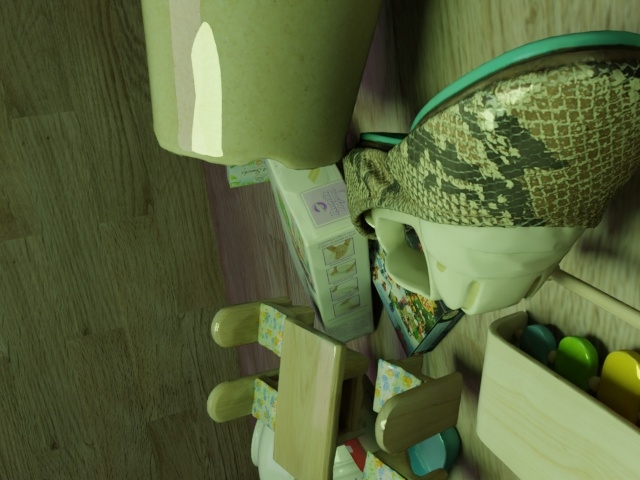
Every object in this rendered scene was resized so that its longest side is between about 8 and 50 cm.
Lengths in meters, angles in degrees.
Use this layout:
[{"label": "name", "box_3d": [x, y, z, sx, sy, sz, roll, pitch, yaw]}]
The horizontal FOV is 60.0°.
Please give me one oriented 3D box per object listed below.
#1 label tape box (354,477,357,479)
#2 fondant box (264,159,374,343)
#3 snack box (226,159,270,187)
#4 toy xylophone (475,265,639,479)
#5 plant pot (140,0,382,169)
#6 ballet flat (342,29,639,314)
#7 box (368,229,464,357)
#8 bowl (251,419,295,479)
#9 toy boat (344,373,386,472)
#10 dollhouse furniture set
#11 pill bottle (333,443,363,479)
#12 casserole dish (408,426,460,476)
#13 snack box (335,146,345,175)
[{"label": "label tape box", "box_3d": [0.179, 0.522, 0.837, 0.347, 0.115, 0.249, 169, 89, -74]}, {"label": "fondant box", "box_3d": [0.000, 0.000, 0.934, 0.330, 0.096, 0.238, 78, 170, -54]}, {"label": "snack box", "box_3d": [-0.147, -0.182, 1.292, 0.100, 0.141, 0.037, 98, 152, -47]}, {"label": "toy xylophone", "box_3d": [0.238, 0.145, 0.454, 0.323, 0.081, 0.236, -131, 41, -57]}, {"label": "plant pot", "box_3d": [-0.064, -0.249, 0.617, 0.334, 0.333, 0.306, -138, 51, -61]}, {"label": "ballet flat", "box_3d": [0.121, -0.031, 0.504, 0.483, 0.163, 0.182, -157, 69, -80]}, {"label": "box", "box_3d": [0.118, 0.030, 0.797, 0.159, 0.044, 0.233, 105, 147, -56]}, {"label": "bowl", "box_3d": [-0.058, 0.424, 1.184, 0.298, 0.134, 0.298, 9, -90, -72]}, {"label": "toy boat", "box_3d": [0.029, 0.313, 0.971, 0.231, 0.151, 0.151, 58, -166, 3]}, {"label": "dollhouse furniture set", "box_3d": [-0.053, 0.315, 0.757, 0.362, 0.256, 0.395, 17, 106, 47]}, {"label": "pill bottle", "box_3d": [0.078, 0.529, 1.094, 0.136, 0.136, 0.246, 119, 136, -63]}, {"label": "casserole dish", "box_3d": [0.166, 0.310, 0.854, 0.188, 0.036, 0.114, 95, 154, -45]}, {"label": "snack box", "box_3d": [0.005, -0.164, 1.042, 0.178, 0.022, 0.064, -147, 50, -65]}]
